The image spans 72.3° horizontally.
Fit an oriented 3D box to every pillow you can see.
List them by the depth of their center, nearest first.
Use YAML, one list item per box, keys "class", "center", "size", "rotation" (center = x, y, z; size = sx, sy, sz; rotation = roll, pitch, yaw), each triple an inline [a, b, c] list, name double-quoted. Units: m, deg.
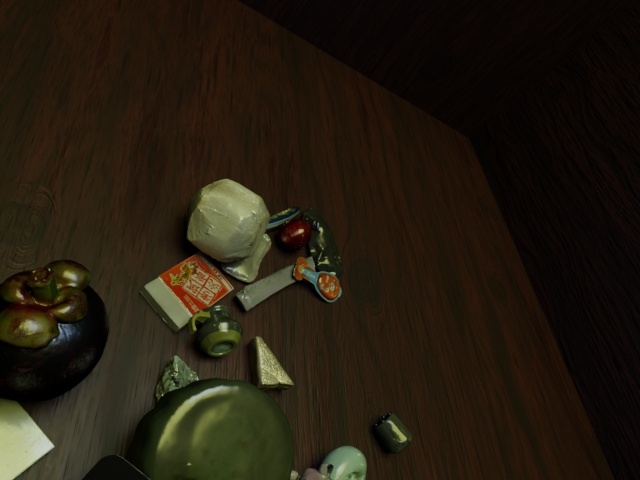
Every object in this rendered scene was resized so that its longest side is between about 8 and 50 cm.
- class: "pillow"
  center: [-0.246, 0.041, 1.479]
  size: [0.131, 0.038, 0.232]
  rotation: [34, 43, -16]

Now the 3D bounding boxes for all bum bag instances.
- class: "bum bag"
  center: [0.000, 0.000, 1.700]
  size: [0.142, 0.080, 0.326]
  rotation: [8, 53, -42]

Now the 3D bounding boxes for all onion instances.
- class: "onion"
  center: [-0.094, -0.022, 1.598]
  size: [0.131, 0.131, 0.131]
  rotation: [23, 45, -26]

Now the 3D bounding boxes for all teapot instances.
- class: "teapot"
  center: [-0.294, 0.242, 1.201]
  size: [0.166, 0.130, 0.119]
  rotation: [33, 23, -47]

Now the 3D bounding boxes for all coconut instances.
- class: "coconut"
  center: [-0.299, -0.063, 1.354]
  size: [0.248, 0.244, 0.245]
  rotation: [25, 42, 1]

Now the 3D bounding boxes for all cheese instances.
- class: "cheese"
  center: [-0.005, 0.144, 1.567]
  size: [0.256, 0.037, 0.106]
  rotation: [36, 55, -38]

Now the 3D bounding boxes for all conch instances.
- class: "conch"
  center: [0.060, 0.672, 1.176]
  size: [0.185, 0.121, 0.221]
  rotation: [37, 49, -22]

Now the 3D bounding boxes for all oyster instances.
- class: "oyster"
  center: [-0.345, 0.386, 1.096]
  size: [0.177, 0.064, 0.125]
  rotation: [49, 36, -1]

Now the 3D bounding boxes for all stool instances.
- class: "stool"
  center: [0.230, 0.613, 1.398]
  size: [0.110, 0.096, 0.096]
  rotation: [51, 40, 12]

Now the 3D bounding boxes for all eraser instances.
- class: "eraser"
  center: [-0.624, 0.393, 0.871]
  size: [0.150, 0.023, 0.104]
  rotation: [49, 40, 2]
- class: "eraser"
  center: [-0.383, 0.143, 1.277]
  size: [0.157, 0.038, 0.230]
  rotation: [49, 39, 1]

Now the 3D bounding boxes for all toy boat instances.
- class: "toy boat"
  center: [-0.159, -0.079, 1.638]
  size: [0.229, 0.080, 0.045]
  rotation: [-32, 117, -50]

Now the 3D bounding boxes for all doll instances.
- class: "doll"
  center: [-0.041, 0.631, 1.081]
  size: [0.095, 0.192, 0.149]
  rotation: [36, 48, -64]

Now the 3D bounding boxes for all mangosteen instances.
- class: "mangosteen"
  center: [-0.566, 0.167, 0.887]
  size: [0.275, 0.302, 0.274]
  rotation: [19, 37, -15]

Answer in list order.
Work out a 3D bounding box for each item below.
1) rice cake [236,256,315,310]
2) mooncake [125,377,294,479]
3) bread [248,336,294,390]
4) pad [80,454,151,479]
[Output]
- class: "rice cake"
  center: [-0.144, 0.137, 1.476]
  size: [0.365, 0.056, 0.072]
  rotation: [-27, 92, -50]
- class: "mooncake"
  center: [-0.238, 0.477, 0.980]
  size: [0.352, 0.187, 0.350]
  rotation: [12, 66, -29]
- class: "bread"
  center: [-0.148, 0.360, 1.276]
  size: [0.105, 0.077, 0.152]
  rotation: [9, 56, -32]
- class: "pad"
  center: [-0.413, 0.543, 0.808]
  size: [0.181, 0.004, 0.267]
  rotation: [43, 84, -6]
